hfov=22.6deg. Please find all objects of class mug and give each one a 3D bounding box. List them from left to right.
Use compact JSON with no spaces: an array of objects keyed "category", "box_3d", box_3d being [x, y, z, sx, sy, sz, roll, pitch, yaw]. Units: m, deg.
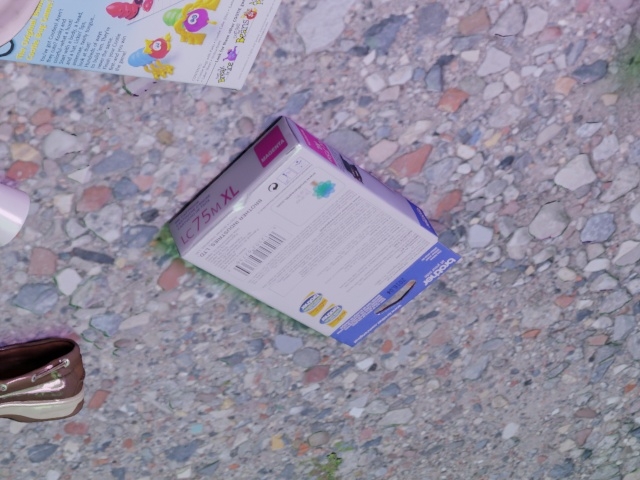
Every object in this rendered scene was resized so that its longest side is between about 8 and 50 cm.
[{"category":"mug","box_3d":[-0.340,-0.029,1.605,0.064,0.062,0.078,32,107,-36]}]

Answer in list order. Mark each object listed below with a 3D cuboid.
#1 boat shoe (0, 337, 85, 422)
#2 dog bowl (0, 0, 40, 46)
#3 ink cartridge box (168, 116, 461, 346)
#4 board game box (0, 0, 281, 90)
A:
[{"category":"boat shoe","box_3d":[-0.383,0.149,1.752,0.257,0.095,0.095,-7,121,-29]},{"category":"dog bowl","box_3d":[-0.345,-0.309,1.088,0.150,0.408,0.408,-10,143,20]},{"category":"ink cartridge box","box_3d":[0.000,0.000,1.806,0.186,0.065,0.311,-42,134,17]},{"category":"board game box","box_3d":[-0.187,-0.242,1.402,0.275,0.142,0.144,5,130,-31]}]
